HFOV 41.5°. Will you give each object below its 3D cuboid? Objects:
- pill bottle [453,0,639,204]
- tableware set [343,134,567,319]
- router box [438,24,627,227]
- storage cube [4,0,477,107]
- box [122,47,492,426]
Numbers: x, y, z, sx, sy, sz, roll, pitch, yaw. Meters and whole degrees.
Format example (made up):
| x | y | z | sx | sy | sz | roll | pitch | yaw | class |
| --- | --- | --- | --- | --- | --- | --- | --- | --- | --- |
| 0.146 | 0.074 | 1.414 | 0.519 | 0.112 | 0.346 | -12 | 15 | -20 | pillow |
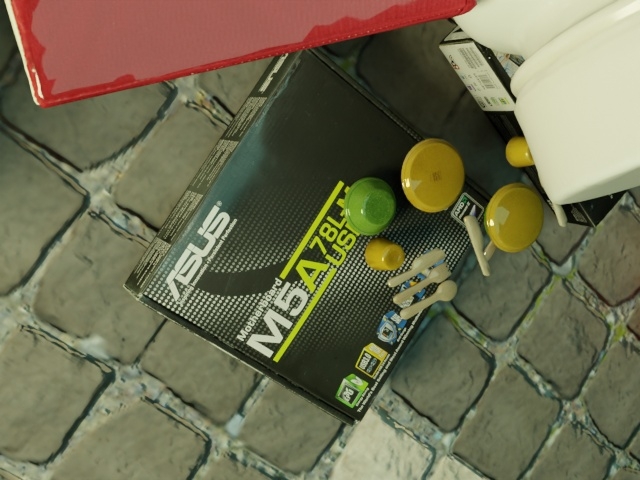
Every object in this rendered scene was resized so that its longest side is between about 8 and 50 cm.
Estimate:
| x | y | z | sx | sy | sz | roll | pitch | yaw | class |
| --- | --- | --- | --- | --- | --- | --- | --- | --- | --- |
| 0.141 | -0.231 | 0.414 | 0.224 | 0.224 | 0.392 | -15 | 83 | -22 | pill bottle |
| 0.091 | -0.024 | 0.563 | 0.154 | 0.024 | 0.104 | -29 | 107 | -19 | tableware set |
| 0.187 | -0.118 | 0.621 | 0.133 | 0.046 | 0.179 | -46 | 114 | -13 | router box |
| -0.065 | -0.176 | 0.407 | 0.193 | 0.215 | 0.183 | -16 | 107 | -15 | storage cube |
| 0.000 | 0.000 | 0.557 | 0.184 | 0.045 | 0.190 | 37 | 82 | -29 | box |
